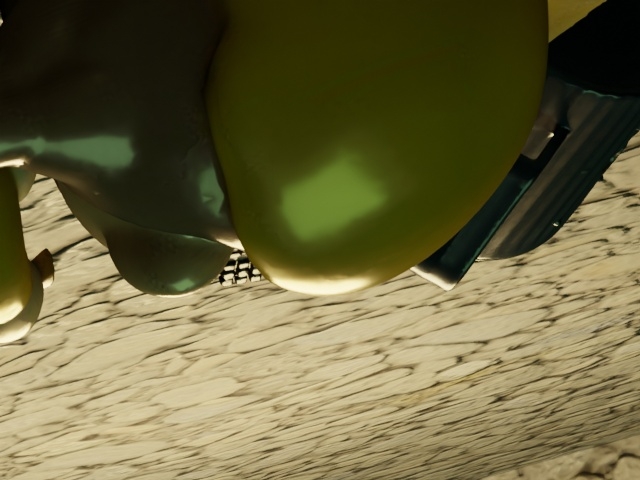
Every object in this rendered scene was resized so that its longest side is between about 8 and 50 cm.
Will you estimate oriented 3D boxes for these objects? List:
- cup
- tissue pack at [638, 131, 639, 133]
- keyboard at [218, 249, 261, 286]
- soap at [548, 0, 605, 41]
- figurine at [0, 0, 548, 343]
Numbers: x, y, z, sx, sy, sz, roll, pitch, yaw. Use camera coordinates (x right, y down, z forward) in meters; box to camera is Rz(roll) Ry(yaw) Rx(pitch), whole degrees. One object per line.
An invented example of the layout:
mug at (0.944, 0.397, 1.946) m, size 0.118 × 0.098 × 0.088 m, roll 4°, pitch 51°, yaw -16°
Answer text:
cup at (0.092, -0.064, 0.864) m, size 0.131 × 0.176 × 0.155 m, roll 28°, pitch 147°, yaw -6°
tissue pack at (0.173, -0.104, 0.937) m, size 0.058 × 0.074 × 0.094 m, roll -5°, pitch 159°, yaw -18°
keyboard at (0.000, 0.001, 1.233) m, size 0.231 × 0.023 × 0.072 m, roll -10°, pitch 161°, yaw -12°
soap at (0.077, -0.127, 0.751) m, size 0.037 × 0.092 × 0.252 m, roll 3°, pitch 157°, yaw -32°
figurine at (-0.088, -0.045, 0.620) m, size 0.343 × 0.215 × 0.187 m, roll -26°, pitch 149°, yaw -1°
